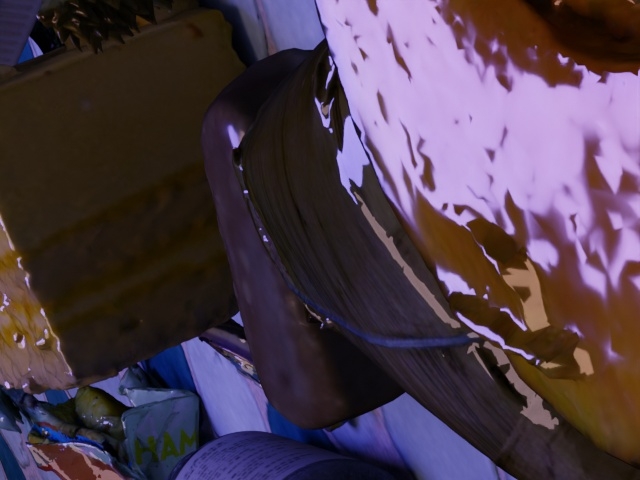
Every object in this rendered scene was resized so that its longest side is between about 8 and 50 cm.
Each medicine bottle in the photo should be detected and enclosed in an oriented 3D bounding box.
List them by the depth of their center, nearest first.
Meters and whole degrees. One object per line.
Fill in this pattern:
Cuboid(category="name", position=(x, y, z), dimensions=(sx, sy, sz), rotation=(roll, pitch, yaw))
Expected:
Cuboid(category="medicine bottle", position=(-0.034, 0.219, 1.472), dimensions=(0.293, 0.141, 0.141), rotation=(4, 116, 69))

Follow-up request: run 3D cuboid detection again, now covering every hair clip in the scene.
Cuboid(category="hair clip", position=(-0.035, 0.089, 1.440), dimensions=(0.116, 0.049, 0.172), rotation=(49, 164, -31))

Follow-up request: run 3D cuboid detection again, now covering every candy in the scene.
Cuboid(category="candy", position=(0.000, 0.000, 1.190), dimensions=(0.102, 0.104, 0.234), rotation=(27, 137, 54))

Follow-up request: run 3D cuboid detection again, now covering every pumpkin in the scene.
Cuboid(category="pumpkin", position=(0.133, -0.102, 0.572), dimensions=(0.303, 0.225, 0.256), rotation=(67, 157, 17))

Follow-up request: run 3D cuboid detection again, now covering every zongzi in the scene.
Cuboid(category="zongzi", position=(0.103, 0.052, 0.927), dimensions=(0.360, 0.160, 0.323), rotation=(59, 166, 1))

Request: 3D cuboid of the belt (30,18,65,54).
Cuboid(category="belt", position=(-0.260, -0.151, 1.666), dimensions=(0.079, 0.121, 0.151), rotation=(106, 141, -66))

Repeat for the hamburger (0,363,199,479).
Cuboid(category="hamburger", position=(-0.182, 0.201, 1.875), dimensions=(0.276, 0.150, 0.260), rotation=(41, 170, 21))

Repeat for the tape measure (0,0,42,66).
Cuboid(category="tape measure", position=(-0.318, -0.238, 1.545), dimensions=(0.231, 0.133, 0.271), rotation=(48, 125, 37))

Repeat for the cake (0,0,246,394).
Cuboid(category="cake", position=(-0.167, -0.062, 1.370), dimensions=(0.222, 0.227, 0.286), rotation=(-8, 107, 66))

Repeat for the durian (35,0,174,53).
Cuboid(category="durian", position=(-0.131, -0.260, 1.138), dimensions=(0.172, 0.166, 0.306), rotation=(160, 96, -68))
